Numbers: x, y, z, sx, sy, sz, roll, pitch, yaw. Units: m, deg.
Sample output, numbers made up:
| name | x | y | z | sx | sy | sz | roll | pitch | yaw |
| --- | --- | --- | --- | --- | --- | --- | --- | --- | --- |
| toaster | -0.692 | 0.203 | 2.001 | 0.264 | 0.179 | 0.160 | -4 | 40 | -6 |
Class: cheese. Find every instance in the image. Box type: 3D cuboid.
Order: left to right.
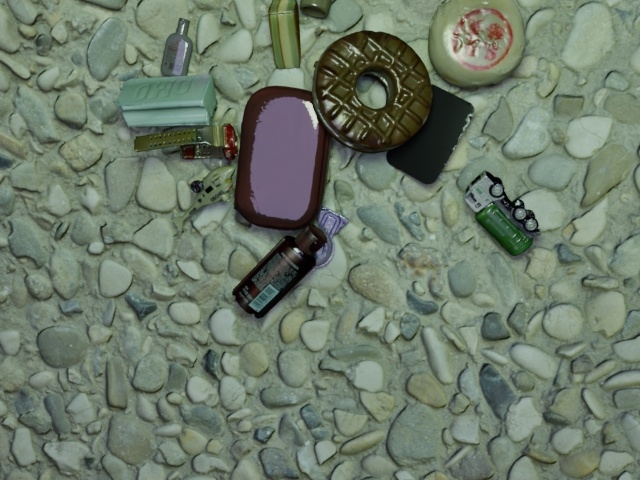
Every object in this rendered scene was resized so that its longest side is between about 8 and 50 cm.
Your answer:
| name | x | y | z | sx | sy | sz | roll | pitch | yaw |
| --- | --- | --- | --- | --- | --- | --- | --- | --- | --- |
| cheese | 0.000 | 0.000 | 1.696 | 0.105 | 0.042 | 0.190 | 26 | 99 | 1 |

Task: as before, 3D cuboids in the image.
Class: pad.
| name | x | y | z | sx | sy | sz | roll | pitch | yaw |
| --- | --- | --- | --- | --- | --- | --- | --- | --- | --- |
| pad | 0.373 | -0.254 | 1.604 | 0.323 | 0.055 | 0.249 | 29 | 101 | 2 |

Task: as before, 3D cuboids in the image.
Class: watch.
| name | x | y | z | sx | sy | sz | roll | pitch | yaw |
| --- | --- | --- | --- | --- | --- | --- | --- | --- | --- |
| watch | -0.367 | -0.269 | 1.635 | 0.269 | 0.165 | 0.102 | -5 | 83 | 8 |

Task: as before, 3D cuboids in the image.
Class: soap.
| name | x | y | z | sx | sy | sz | roll | pitch | yaw |
| --- | --- | --- | --- | --- | --- | --- | --- | --- | --- |
| soap | -0.430 | -0.394 | 1.628 | 0.262 | 0.150 | 0.094 | -1 | 131 | 6 |

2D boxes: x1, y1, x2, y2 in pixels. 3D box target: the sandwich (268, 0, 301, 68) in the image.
| name | x | y | z | sx | sy | sz | roll | pitch | yaw |
| --- | --- | --- | --- | --- | --- | --- | --- | --- | --- |
| sandwich | -0.094 | -0.583 | 1.631 | 0.080 | 0.113 | 0.163 | -2 | 133 | 7 |

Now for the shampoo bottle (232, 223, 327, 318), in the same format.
| name | x | y | z | sx | sy | sz | roll | pitch | yaw |
| --- | --- | --- | --- | --- | --- | --- | --- | --- | --- |
| shampoo bottle | -0.113 | 0.084 | 1.676 | 0.129 | 0.084 | 0.323 | 44 | 111 | 2 |

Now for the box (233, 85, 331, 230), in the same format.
| name | x | y | z | sx | sy | sz | roll | pitch | yaw |
| --- | --- | --- | --- | --- | --- | --- | --- | --- | --- |
| box | -0.106 | -0.229 | 1.639 | 0.263 | 0.108 | 0.403 | 9 | 99 | 6 |

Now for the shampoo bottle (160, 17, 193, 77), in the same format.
| name | x | y | z | sx | sy | sz | roll | pitch | yaw |
| --- | --- | --- | --- | --- | --- | --- | --- | --- | --- |
| shampoo bottle | -0.407 | -0.551 | 1.662 | 0.080 | 0.040 | 0.165 | 15 | 100 | 6 |

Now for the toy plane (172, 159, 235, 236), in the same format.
| name | x | y | z | sx | sy | sz | roll | pitch | yaw |
| --- | --- | --- | --- | --- | --- | --- | --- | --- | --- |
| toy plane | -0.341 | -0.118 | 1.683 | 0.286 | 0.092 | 0.108 | -37 | 94 | 22 |

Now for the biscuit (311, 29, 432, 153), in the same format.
| name | x | y | z | sx | sy | sz | roll | pitch | yaw |
| --- | --- | --- | --- | --- | --- | --- | --- | --- | --- |
| biscuit | 0.138 | -0.395 | 1.544 | 0.332 | 0.103 | 0.331 | 0 | 88 | -11 |

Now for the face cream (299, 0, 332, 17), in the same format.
| name | x | y | z | sx | sy | sz | roll | pitch | yaw |
| --- | --- | --- | --- | --- | --- | --- | --- | --- | --- |
| face cream | 0.020 | -0.783 | 1.561 | 0.138 | 0.084 | 0.341 | 13 | 92 | 3 |

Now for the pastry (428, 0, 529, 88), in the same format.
| name | x | y | z | sx | sy | sz | roll | pitch | yaw |
| --- | --- | --- | --- | --- | --- | --- | --- | --- | --- |
| pastry | 0.409 | -0.528 | 1.522 | 0.265 | 0.133 | 0.264 | 1 | 95 | 7 |

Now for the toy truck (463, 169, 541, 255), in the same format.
| name | x | y | z | sx | sy | sz | roll | pitch | yaw |
| --- | --- | --- | --- | --- | --- | --- | --- | --- | --- |
| toy truck | 0.498 | -0.073 | 1.597 | 0.242 | 0.101 | 0.125 | 46 | 113 | -4 |
